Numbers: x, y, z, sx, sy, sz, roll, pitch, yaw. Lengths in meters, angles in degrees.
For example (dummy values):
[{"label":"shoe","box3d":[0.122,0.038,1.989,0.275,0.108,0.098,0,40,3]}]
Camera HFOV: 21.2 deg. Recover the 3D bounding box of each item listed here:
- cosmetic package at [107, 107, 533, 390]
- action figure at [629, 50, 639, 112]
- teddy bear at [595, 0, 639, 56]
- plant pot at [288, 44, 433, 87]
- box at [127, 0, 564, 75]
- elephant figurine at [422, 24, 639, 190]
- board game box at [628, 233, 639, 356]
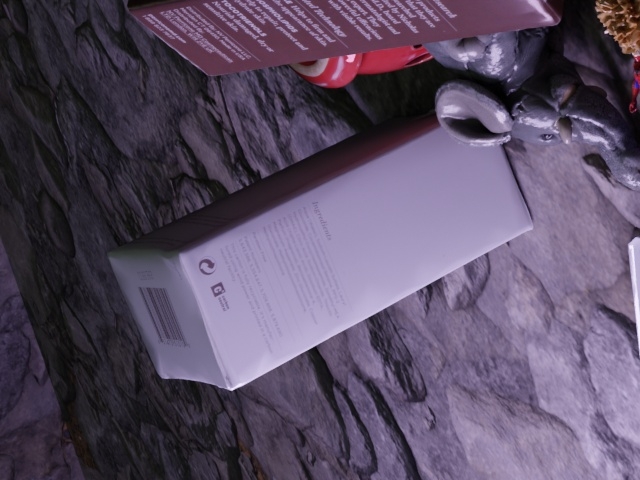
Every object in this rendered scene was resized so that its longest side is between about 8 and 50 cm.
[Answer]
[{"label":"cosmetic package","box3d":[0.000,0.000,1.779,0.217,0.385,0.156,0,113,65]},{"label":"action figure","box3d":[0.294,-0.123,1.518,0.038,0.030,0.115,24,133,60]},{"label":"teddy bear","box3d":[0.287,-0.260,1.248,0.338,0.113,0.245,-176,93,-68]},{"label":"plant pot","box3d":[0.039,-0.252,1.712,0.191,0.174,0.191,45,151,33]},{"label":"box","box3d":[0.028,-0.273,1.487,0.381,0.191,0.143,-4,154,34]},{"label":"elephant figurine","box3d":[0.180,-0.153,1.581,0.186,0.169,0.239,-103,-13,-54]},{"label":"board game box","box3d":[0.444,0.210,1.522,0.390,0.050,0.390,29,138,51]}]
